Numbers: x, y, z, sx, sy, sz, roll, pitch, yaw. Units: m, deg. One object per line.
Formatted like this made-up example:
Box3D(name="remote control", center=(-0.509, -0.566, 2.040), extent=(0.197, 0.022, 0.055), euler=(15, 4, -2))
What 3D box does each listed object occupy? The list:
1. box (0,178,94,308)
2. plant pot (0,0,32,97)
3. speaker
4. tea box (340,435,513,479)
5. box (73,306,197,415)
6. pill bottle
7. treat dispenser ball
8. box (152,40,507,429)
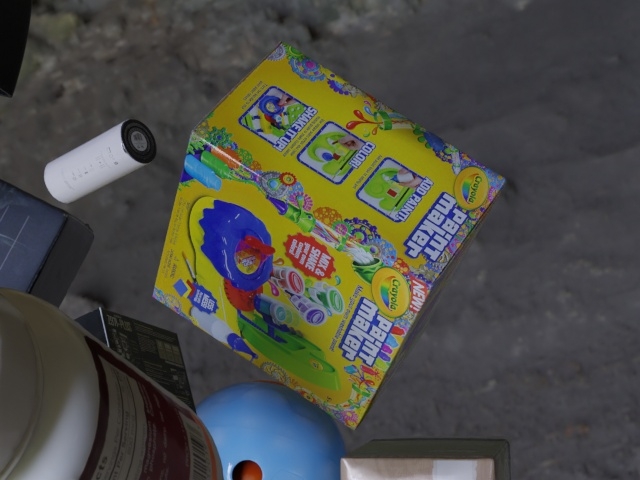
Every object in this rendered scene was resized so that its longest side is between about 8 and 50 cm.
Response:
Box3D(name="box", center=(-0.622, 0.083, 1.655), extent=(0.480, 0.472, 0.297), euler=(-64, 0, -6))
Box3D(name="plant pot", center=(-0.485, -0.313, 1.662), extent=(0.187, 0.188, 0.167), euler=(16, 76, 33))
Box3D(name="speaker", center=(-0.252, -0.089, 1.451), extent=(0.136, 0.055, 0.055), euler=(-23, 17, 35))
Box3D(name="tea box", center=(0.165, 0.459, 1.848), extent=(0.220, 0.329, 0.323), euler=(-2, -2, 13))
Box3D(name="box", center=(-0.247, 0.182, 1.641), extent=(0.077, 0.147, 0.180), euler=(-25, -24, 19))
Box3D(name="pill bottle", center=(-0.247, 0.172, 1.042), extent=(0.224, 0.392, 0.224), euler=(-7, 64, 15))
Box3D(name="treat dispenser ball", center=(-0.099, 0.368, 2.055), extent=(0.288, 0.288, 0.288), euler=(-19, 21, 8))
Box3D(name="box", center=(0.000, 0.000, 1.355), extent=(0.279, 0.290, 0.177), euler=(32, 52, 9))
